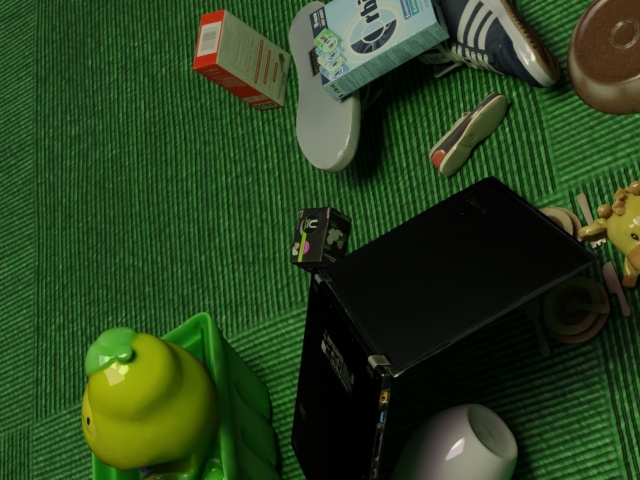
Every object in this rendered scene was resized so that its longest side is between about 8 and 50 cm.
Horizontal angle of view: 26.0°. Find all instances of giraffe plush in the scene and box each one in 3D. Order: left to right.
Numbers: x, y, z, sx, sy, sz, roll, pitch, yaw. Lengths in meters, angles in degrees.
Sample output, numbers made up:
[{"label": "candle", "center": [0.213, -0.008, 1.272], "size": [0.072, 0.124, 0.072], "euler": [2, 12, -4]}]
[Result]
[{"label": "giraffe plush", "center": [0.397, -0.001, 1.568], "size": [0.181, 0.170, 0.210], "euler": [-56, 46, 6]}]

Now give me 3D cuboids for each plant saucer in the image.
[{"label": "plant saucer", "center": [0.397, -0.259, 1.779], "size": [0.198, 0.036, 0.199], "euler": [-17, 62, 34]}]

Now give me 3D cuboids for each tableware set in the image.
[{"label": "tableware set", "center": [0.297, 0.036, 1.720], "size": [0.128, 0.039, 0.194], "euler": [-29, 54, 21]}]

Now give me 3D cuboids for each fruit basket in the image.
[{"label": "fruit basket", "center": [-0.218, 0.264, 1.814], "size": [0.283, 0.392, 0.392], "euler": [-35, 52, 24]}]

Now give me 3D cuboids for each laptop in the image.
[{"label": "laptop", "center": [0.130, 0.151, 1.718], "size": [0.382, 0.236, 0.408], "euler": [-125, 41, -70]}]

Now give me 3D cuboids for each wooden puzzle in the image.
[{"label": "wooden puzzle", "center": [0.270, 0.067, 1.760], "size": [0.083, 0.006, 0.049], "euler": [-2, 70, 40]}]

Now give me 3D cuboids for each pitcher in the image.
[{"label": "pitcher", "center": [0.156, 0.313, 1.681], "size": [0.207, 0.125, 0.178], "euler": [-47, 67, 28]}]

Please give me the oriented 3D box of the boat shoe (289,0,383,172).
[{"label": "boat shoe", "center": [0.025, -0.213, 2.027], "size": [0.113, 0.105, 0.306], "euler": [-38, 44, 26]}]

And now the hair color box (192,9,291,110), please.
[{"label": "hair color box", "center": [-0.119, -0.275, 2.131], "size": [0.053, 0.167, 0.093], "euler": [-7, 67, 37]}]

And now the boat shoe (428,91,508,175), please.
[{"label": "boat shoe", "center": [0.200, -0.151, 1.891], "size": [0.137, 0.049, 0.043], "euler": [-52, 45, 16]}]

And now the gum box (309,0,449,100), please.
[{"label": "gum box", "center": [0.078, -0.299, 1.926], "size": [0.184, 0.041, 0.157], "euler": [-28, 46, 19]}]

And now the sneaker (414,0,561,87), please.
[{"label": "sneaker", "center": [0.210, -0.261, 1.893], "size": [0.153, 0.099, 0.282], "euler": [-42, 44, 14]}]

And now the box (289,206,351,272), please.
[{"label": "box", "center": [0.000, 0.000, 1.987], "size": [0.062, 0.052, 0.083], "euler": [-4, 67, 40]}]
